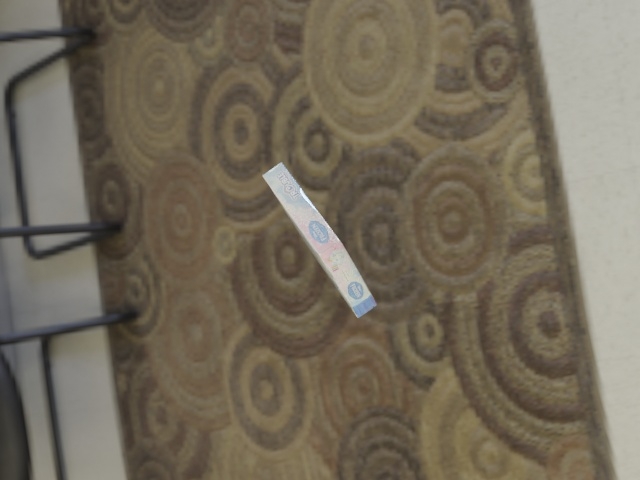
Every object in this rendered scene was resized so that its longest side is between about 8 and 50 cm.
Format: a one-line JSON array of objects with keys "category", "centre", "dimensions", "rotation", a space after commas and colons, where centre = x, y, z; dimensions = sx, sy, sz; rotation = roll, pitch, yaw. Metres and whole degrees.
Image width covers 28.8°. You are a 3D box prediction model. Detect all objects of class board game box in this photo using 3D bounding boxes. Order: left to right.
[{"category": "board game box", "centre": [0.000, 0.000, 0.900], "dimensions": [0.020, 0.090, 0.090], "rotation": [-35, 52, -2]}]
